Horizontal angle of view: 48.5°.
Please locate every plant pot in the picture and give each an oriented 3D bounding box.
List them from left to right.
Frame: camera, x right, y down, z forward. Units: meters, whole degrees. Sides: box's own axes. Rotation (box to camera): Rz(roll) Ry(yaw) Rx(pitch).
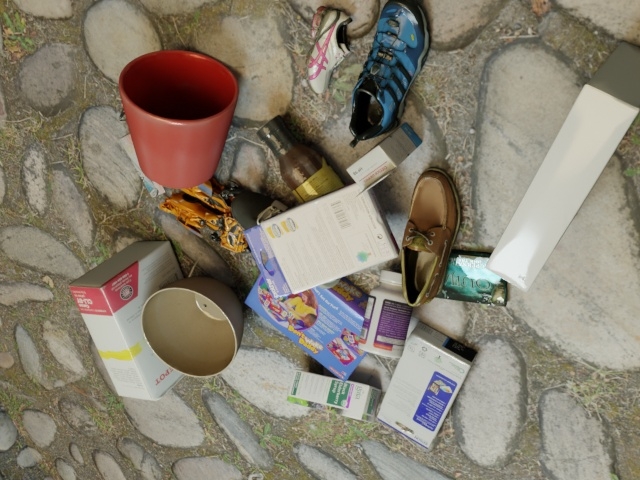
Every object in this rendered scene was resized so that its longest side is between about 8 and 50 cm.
[{"bbox_3d":[-0.336,-0.273,1.687,0.275,0.275,0.243,30,138,15],"label":"plant pot"},{"bbox_3d":[-0.328,0.211,1.989,0.284,0.191,0.284,8,118,16],"label":"plant pot"}]

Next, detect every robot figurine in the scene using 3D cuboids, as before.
[{"bbox_3d":[-0.283,-0.074,1.873,0.291,0.085,0.211,30,130,14],"label":"robot figurine"}]

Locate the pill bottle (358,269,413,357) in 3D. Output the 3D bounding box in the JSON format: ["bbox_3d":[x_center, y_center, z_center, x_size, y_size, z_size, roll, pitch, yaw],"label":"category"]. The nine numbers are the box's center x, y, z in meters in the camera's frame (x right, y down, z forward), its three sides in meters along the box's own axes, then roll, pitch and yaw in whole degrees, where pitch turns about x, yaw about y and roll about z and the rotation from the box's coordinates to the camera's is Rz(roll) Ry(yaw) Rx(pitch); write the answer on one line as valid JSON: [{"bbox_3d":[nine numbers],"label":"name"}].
[{"bbox_3d":[0.161,0.171,1.676,0.108,0.108,0.193,12,88,26],"label":"pill bottle"}]

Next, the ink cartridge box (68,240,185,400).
[{"bbox_3d":[-0.516,0.231,2.076,0.160,0.279,0.385,-2,116,34],"label":"ink cartridge box"}]

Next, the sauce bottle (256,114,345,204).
[{"bbox_3d":[-0.015,-0.136,1.647,0.111,0.111,0.344,-33,98,41],"label":"sauce bottle"}]

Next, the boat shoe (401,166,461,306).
[{"bbox_3d":[0.235,-0.001,1.549,0.110,0.104,0.307,9,111,28],"label":"boat shoe"}]

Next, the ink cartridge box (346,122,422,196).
[{"bbox_3d":[0.128,-0.170,1.488,0.104,0.180,0.060,-34,96,40],"label":"ink cartridge box"}]

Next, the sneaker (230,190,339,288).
[{"bbox_3d":[-0.071,-0.027,1.713,0.330,0.122,0.146,36,158,5],"label":"sneaker"}]

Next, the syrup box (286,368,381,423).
[{"bbox_3d":[0.037,0.423,1.937,0.237,0.093,0.096,6,164,31],"label":"syrup box"}]

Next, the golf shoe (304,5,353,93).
[{"bbox_3d":[0.018,-0.393,1.500,0.086,0.067,0.186,22,127,18],"label":"golf shoe"}]

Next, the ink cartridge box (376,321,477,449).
[{"bbox_3d":[0.263,0.373,1.806,0.165,0.065,0.333,28,127,15],"label":"ink cartridge box"}]

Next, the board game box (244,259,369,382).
[{"bbox_3d":[-0.009,0.180,1.854,0.347,0.078,0.233,38,131,7],"label":"board game box"}]

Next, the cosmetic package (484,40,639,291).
[{"bbox_3d":[0.444,-0.129,1.242,0.097,0.284,0.377,30,129,14],"label":"cosmetic package"}]

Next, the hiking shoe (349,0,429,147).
[{"bbox_3d":[0.134,-0.332,1.418,0.113,0.132,0.304,23,127,19],"label":"hiking shoe"}]

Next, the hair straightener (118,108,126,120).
[{"bbox_3d":[-0.451,-0.347,1.841,0.230,0.047,0.089,-23,103,40],"label":"hair straightener"}]

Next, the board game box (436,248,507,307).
[{"bbox_3d":[0.329,0.082,1.613,0.186,0.026,0.126,6,119,30],"label":"board game box"}]

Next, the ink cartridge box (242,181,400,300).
[{"bbox_3d":[0.000,0.000,1.593,0.311,0.065,0.186,-22,99,17],"label":"ink cartridge box"}]

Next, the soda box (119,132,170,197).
[{"bbox_3d":[-0.464,-0.213,1.924,0.063,0.058,0.183,-16,107,38],"label":"soda box"}]
